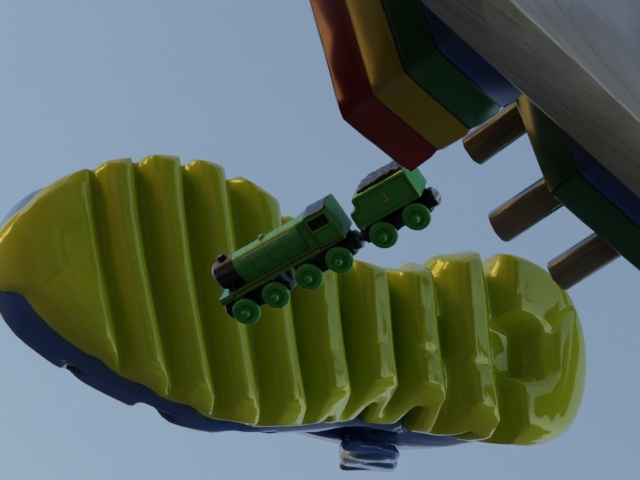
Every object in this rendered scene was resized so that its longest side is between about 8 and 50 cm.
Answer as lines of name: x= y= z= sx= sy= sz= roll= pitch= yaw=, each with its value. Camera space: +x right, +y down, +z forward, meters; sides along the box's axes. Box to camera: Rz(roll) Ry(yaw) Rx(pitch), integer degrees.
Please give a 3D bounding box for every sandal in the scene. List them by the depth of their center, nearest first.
sandal: x=-0.024 y=0.053 z=0.948 sx=0.317 sy=0.126 sz=0.138 roll=19 pitch=-29 yaw=-32

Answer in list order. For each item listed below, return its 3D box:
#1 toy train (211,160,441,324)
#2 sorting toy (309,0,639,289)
toy train: x=0.000 y=0.000 z=0.615 sx=0.083 sy=0.017 sz=0.024 roll=-29 pitch=-74 yaw=23
sorting toy: x=0.042 y=-0.051 z=0.434 sx=0.046 sy=0.132 sz=0.274 roll=-35 pitch=-46 yaw=21
